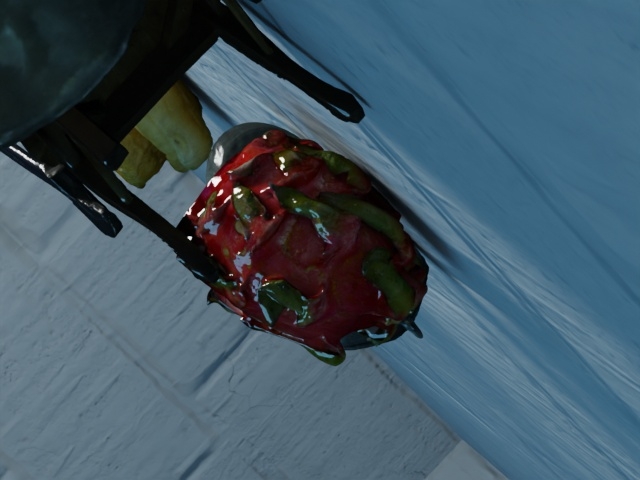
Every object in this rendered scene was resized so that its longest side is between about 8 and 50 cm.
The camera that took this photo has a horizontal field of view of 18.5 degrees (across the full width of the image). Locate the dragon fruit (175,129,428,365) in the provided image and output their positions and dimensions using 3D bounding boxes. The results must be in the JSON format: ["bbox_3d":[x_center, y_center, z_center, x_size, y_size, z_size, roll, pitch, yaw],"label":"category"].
[{"bbox_3d":[-0.010,0.013,1.457,0.172,0.160,0.166,40,134,6],"label":"dragon fruit"}]

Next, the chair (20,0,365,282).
[{"bbox_3d":[-0.150,-0.140,1.155,0.319,0.160,0.186,38,172,33],"label":"chair"}]

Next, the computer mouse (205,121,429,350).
[{"bbox_3d":[-0.002,0.000,1.591,0.229,0.113,0.068,47,162,1],"label":"computer mouse"}]

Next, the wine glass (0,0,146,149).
[{"bbox_3d":[-0.245,-0.209,0.835,0.267,0.267,0.406,41,-178,33],"label":"wine glass"}]

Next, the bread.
[{"bbox_3d":[-0.216,-0.155,2.064,0.198,0.120,0.236,48,174,-36],"label":"bread"}]

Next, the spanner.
[{"bbox_3d":[-0.174,-0.048,1.156,0.208,0.012,0.046,32,164,48],"label":"spanner"}]
